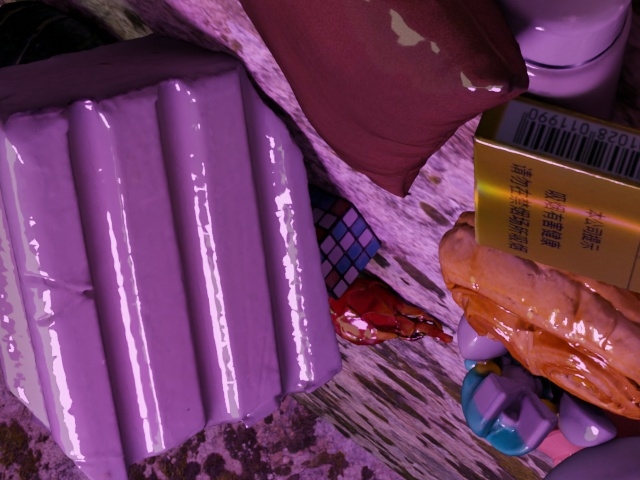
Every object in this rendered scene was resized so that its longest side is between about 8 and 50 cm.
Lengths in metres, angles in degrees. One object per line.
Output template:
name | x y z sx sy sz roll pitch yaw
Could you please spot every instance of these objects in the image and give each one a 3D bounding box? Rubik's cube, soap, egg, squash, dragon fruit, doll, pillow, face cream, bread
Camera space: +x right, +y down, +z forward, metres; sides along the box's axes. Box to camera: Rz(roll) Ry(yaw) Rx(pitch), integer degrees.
Rubik's cube | 0.000 0.000 1.631 0.092 0.092 0.092 26 163 42
soap | -0.196 0.005 1.502 0.213 0.350 0.435 26 131 53
egg | 0.326 0.293 1.425 0.168 0.231 0.168 47 -152 -36
squash | -0.342 -0.194 1.745 0.252 0.165 0.252 39 166 11
dragon fruit | 0.086 0.109 1.798 0.191 0.094 0.094 23 163 16
doll | 0.210 0.139 1.474 0.195 0.153 0.258 25 -169 -25
pillow | 0.003 -0.180 0.818 0.307 0.108 0.305 61 170 2
face cream | 0.141 -0.118 0.869 0.143 0.089 0.314 34 172 9
bread | 0.212 0.053 1.164 0.236 0.120 0.198 29 165 35

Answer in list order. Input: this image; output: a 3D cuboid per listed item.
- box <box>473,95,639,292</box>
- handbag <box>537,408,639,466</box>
box | 0.250 -0.001 0.853 0.311 0.043 0.173 18 162 13
handbag | 0.362 0.275 1.571 0.212 0.059 0.157 40 151 -3
